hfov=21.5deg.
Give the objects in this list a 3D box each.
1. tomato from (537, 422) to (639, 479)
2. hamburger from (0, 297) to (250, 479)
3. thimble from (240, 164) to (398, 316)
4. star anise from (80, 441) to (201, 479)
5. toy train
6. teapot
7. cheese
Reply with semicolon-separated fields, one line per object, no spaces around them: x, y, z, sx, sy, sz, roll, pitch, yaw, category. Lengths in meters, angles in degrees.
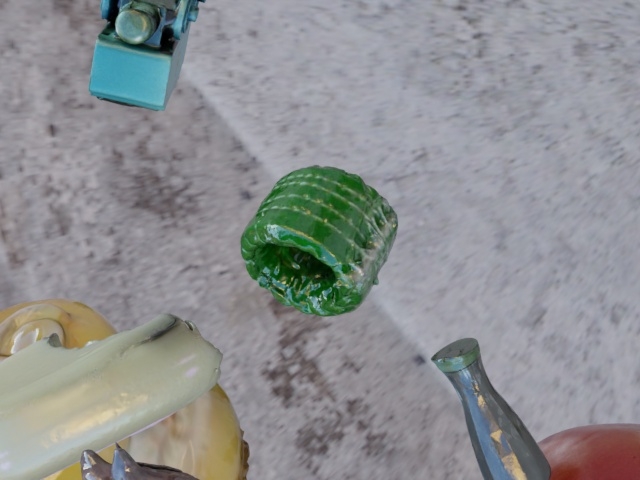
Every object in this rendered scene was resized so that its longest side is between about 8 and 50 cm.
0.235;0.249;1.252;0.298;0.298;0.226;-6;86;16;tomato
-0.206;0.155;1.140;0.186;0.302;0.261;35;95;-30;hamburger
0.000;0.000;1.384;0.130;0.090;0.118;0;140;48;thimble
-0.030;0.118;0.669;0.141;0.141;0.042;14;78;13;star anise
-0.186;-0.226;1.800;0.107;0.198;0.154;13;113;-2;toy train
0.106;0.110;1.061;0.042;0.043;0.111;-21;110;17;teapot
-0.170;0.105;0.842;0.235;0.127;0.050;-33;109;-23;cheese
